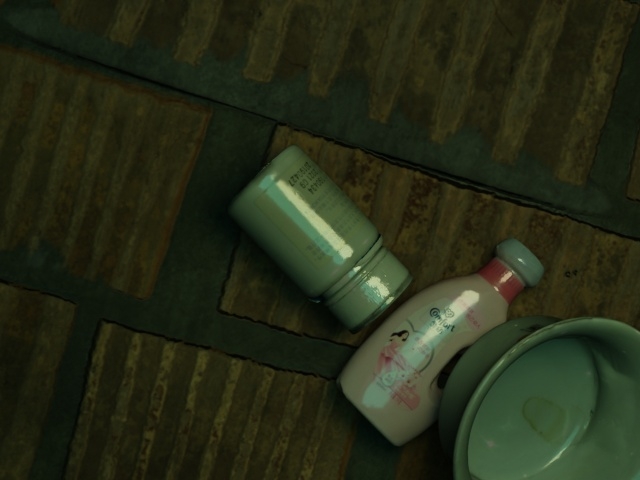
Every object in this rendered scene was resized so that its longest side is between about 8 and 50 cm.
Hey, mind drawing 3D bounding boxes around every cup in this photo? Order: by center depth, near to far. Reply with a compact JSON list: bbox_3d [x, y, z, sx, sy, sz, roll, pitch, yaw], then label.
[{"bbox_3d":[0.302,0.245,1.780,0.347,0.163,0.347,-7,109,-22],"label":"cup"}]

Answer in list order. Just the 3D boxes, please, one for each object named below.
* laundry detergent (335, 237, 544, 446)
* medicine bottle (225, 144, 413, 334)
[{"bbox_3d":[0.183,0.136,1.836,0.335,0.088,0.159,-44,100,-4],"label":"laundry detergent"},{"bbox_3d":[0.000,0.000,1.797,0.143,0.143,0.258,-43,91,-3],"label":"medicine bottle"}]
